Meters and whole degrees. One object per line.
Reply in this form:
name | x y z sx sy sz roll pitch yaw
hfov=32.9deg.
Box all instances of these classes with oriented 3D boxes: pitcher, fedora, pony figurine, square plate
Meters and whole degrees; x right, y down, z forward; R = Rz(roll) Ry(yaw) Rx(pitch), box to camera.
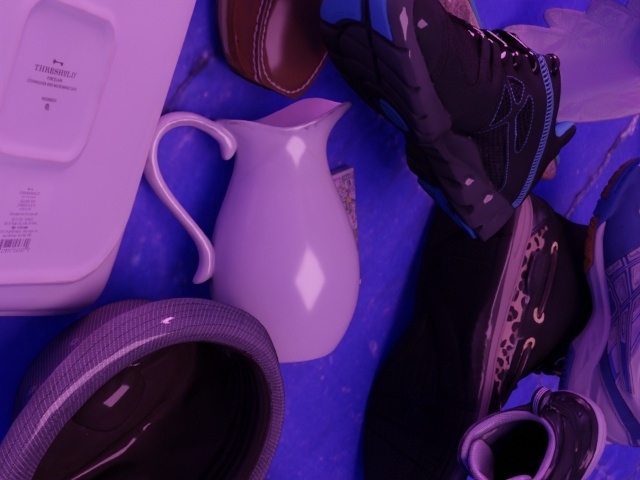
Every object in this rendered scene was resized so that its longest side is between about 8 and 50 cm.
pitcher | -0.055 -0.008 0.886 0.177 0.125 0.207 -5 101 -19
fedora | -0.159 0.153 0.835 0.243 0.124 0.275 34 87 -44
pony figurine | 0.348 -0.270 1.027 0.363 0.351 0.303 -44 138 -47
square plate | -0.179 -0.102 0.671 0.347 0.049 0.344 2 106 -69

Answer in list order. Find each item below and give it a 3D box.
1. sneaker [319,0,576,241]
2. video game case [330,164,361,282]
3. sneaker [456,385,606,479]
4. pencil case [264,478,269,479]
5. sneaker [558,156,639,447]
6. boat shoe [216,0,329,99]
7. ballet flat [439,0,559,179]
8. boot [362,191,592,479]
sneaker | 0.108 -0.130 0.857 0.139 0.125 0.341 -42 149 1
video game case | 0.000 0.000 1.003 0.087 0.011 0.122 -24 122 -35
sneaker | 0.164 0.253 1.014 0.153 0.101 0.269 28 89 -56
pencil case | -0.115 0.410 0.957 0.183 0.160 0.410 35 82 -33
sneaker | 0.337 0.063 1.093 0.112 0.131 0.297 13 85 -42
boat shoe | 0.022 -0.267 0.838 0.122 0.120 0.324 17 94 -45
ballet flat | 0.117 -0.145 1.003 0.106 0.107 0.316 -42 124 -7
boot | 0.205 0.130 1.166 0.284 0.138 0.377 11 93 -45
